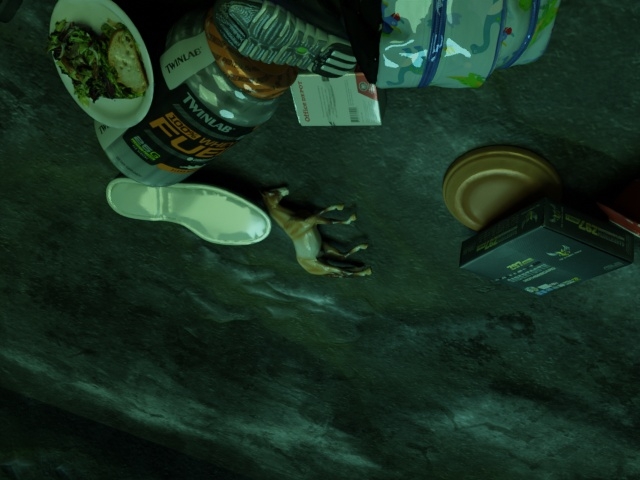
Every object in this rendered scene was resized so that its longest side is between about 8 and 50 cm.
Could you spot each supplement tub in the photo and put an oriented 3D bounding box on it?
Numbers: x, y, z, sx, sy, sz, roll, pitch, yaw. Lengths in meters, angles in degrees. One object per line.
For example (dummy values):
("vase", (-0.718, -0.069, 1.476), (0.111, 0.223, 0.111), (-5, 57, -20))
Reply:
("supplement tub", (-0.192, -0.225, 1.071), (0.193, 0.194, 0.316), (40, 135, -24))

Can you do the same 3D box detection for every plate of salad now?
("plate of salad", (-0.319, -0.251, 0.985), (0.199, 0.048, 0.200), (18, 127, 25))

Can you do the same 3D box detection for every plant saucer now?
("plant saucer", (0.305, -0.073, 1.180), (0.199, 0.037, 0.200), (10, 138, 9))

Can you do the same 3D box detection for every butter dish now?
("butter dish", (0.534, -0.050, 1.064), (0.160, 0.160, 0.118), (25, 103, -6))

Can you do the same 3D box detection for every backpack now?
("backpack", (0.115, -0.319, 0.730), (0.273, 0.356, 0.290), (12, 139, 5))

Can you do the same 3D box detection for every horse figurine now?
("horse figurine", (0.000, 0.000, 1.351), (0.174, 0.066, 0.263), (-5, 134, 24))

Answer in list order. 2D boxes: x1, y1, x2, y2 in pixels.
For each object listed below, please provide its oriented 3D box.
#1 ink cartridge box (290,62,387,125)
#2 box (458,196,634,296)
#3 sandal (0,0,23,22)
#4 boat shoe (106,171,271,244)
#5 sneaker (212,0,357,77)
("ink cartridge box", (0.029, -0.234, 1.085), (0.135, 0.056, 0.099), (3, 137, 16))
("box", (0.376, 0.019, 1.182), (0.183, 0.059, 0.232), (21, 154, -17))
("sandal", (-0.329, -0.422, 0.935), (0.107, 0.168, 0.445), (24, 143, -35))
("boat shoe", (-0.243, -0.077, 1.341), (0.319, 0.099, 0.116), (12, 117, 3))
("sneaker", (-0.056, -0.311, 0.960), (0.228, 0.132, 0.086), (13, 141, -39))
